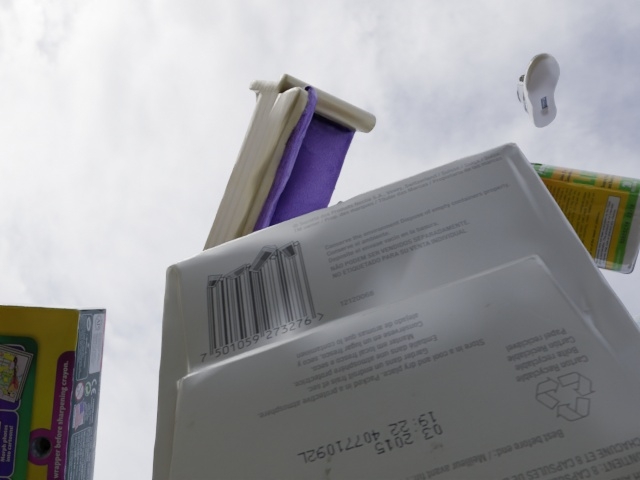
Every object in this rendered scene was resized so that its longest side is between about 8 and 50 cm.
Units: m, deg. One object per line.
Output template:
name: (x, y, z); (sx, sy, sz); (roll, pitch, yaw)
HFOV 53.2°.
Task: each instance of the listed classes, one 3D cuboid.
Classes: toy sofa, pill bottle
toy sofa: (-0.057, -0.023, 0.849); (0.177, 0.150, 0.363); (26, -83, 59)
pill bottle: (0.348, -0.042, 0.952); (0.245, 0.136, 0.136); (14, -73, 25)

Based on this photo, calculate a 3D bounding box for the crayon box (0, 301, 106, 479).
crayon box: (-0.479, 0.265, 0.885); (0.313, 0.106, 0.363); (3, -95, 4)

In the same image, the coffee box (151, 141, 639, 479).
coffee box: (0.084, 0.187, 0.549); (0.337, 0.338, 0.334); (-19, -49, 5)

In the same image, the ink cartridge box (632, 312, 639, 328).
ink cartridge box: (0.766, 0.191, 1.141); (0.385, 0.308, 0.091); (17, -53, 65)

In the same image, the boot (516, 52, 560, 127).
boot: (0.406, -0.302, 1.225); (0.069, 0.190, 0.086); (-25, -124, 2)

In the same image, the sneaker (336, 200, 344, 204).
sneaker: (0.000, 0.000, 1.394); (0.099, 0.282, 0.153); (46, -51, 41)
